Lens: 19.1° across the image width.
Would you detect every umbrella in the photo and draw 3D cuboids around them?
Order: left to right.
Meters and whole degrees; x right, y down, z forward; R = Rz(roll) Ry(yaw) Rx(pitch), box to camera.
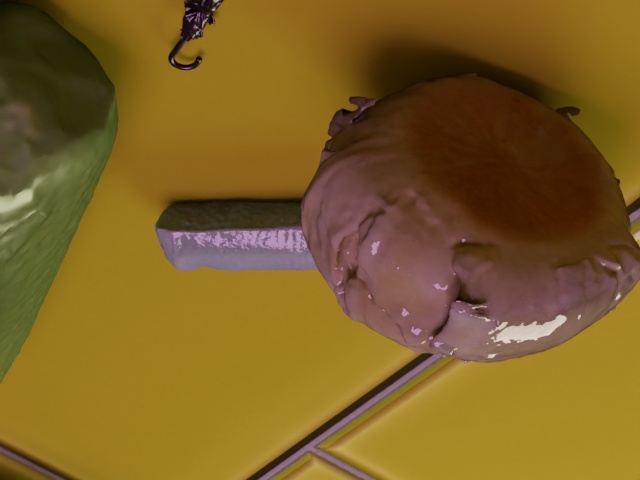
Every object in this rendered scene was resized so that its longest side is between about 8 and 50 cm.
[{"bbox_3d":[-0.049,-0.119,0.909,0.022,0.013,0.122,14,141,-19],"label":"umbrella"}]

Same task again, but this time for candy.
[{"bbox_3d":[-0.217,0.008,1.025,0.132,0.142,0.343,43,139,8],"label":"candy"}]

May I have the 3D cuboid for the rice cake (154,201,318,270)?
[{"bbox_3d":[0.000,0.000,1.021,0.180,0.030,0.042,-1,133,17],"label":"rice cake"}]

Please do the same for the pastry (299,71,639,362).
[{"bbox_3d":[0.073,-0.009,0.899,0.166,0.166,0.088,17,135,-4],"label":"pastry"}]
